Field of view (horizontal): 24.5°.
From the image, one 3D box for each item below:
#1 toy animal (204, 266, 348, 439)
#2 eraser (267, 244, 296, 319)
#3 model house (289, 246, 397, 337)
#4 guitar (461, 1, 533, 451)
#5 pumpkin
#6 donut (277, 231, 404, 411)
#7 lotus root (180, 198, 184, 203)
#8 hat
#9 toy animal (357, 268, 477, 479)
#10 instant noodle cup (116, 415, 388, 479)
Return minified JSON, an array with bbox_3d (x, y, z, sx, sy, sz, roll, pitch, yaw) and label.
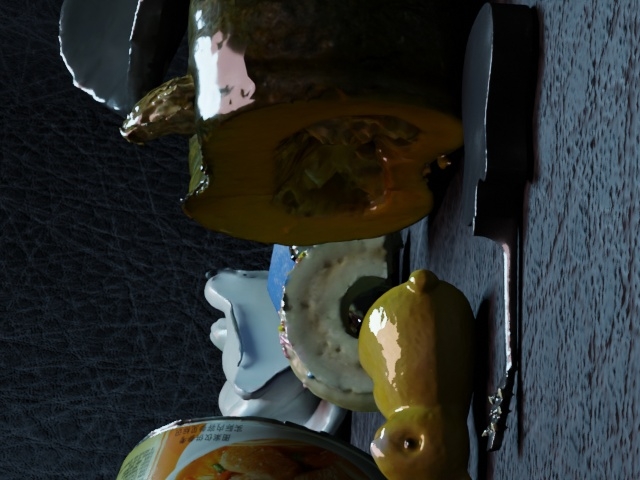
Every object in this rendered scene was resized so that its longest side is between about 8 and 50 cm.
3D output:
[{"bbox_3d":[-0.049,0.169,1.867,0.289,0.174,0.249,103,158,-64],"label":"toy animal"},{"bbox_3d":[0.000,0.000,1.648,0.312,0.043,0.144,103,148,-46],"label":"eraser"},{"bbox_3d":[0.014,0.014,1.395,0.152,0.106,0.165,106,171,-68],"label":"model house"},{"bbox_3d":[0.090,-0.009,0.762,0.088,0.025,0.233,110,163,-76],"label":"guitar"},{"bbox_3d":[-0.022,-0.135,1.033,0.325,0.242,0.232,115,150,-70],"label":"pumpkin"},{"bbox_3d":[0.019,0.069,1.259,0.065,0.108,0.166,68,-161,-69],"label":"donut"},{"bbox_3d":[-0.032,-0.081,1.765,0.170,0.261,0.074,36,-131,-56],"label":"lotus root"},{"bbox_3d":[-0.053,-0.279,1.221,0.366,0.257,0.381,-163,80,-67],"label":"hat"},{"bbox_3d":[0.062,0.103,0.842,0.083,0.070,0.159,103,166,-61],"label":"toy animal"},{"bbox_3d":[-0.057,0.277,1.059,0.296,0.296,0.214,97,-178,-49],"label":"instant noodle cup"}]
